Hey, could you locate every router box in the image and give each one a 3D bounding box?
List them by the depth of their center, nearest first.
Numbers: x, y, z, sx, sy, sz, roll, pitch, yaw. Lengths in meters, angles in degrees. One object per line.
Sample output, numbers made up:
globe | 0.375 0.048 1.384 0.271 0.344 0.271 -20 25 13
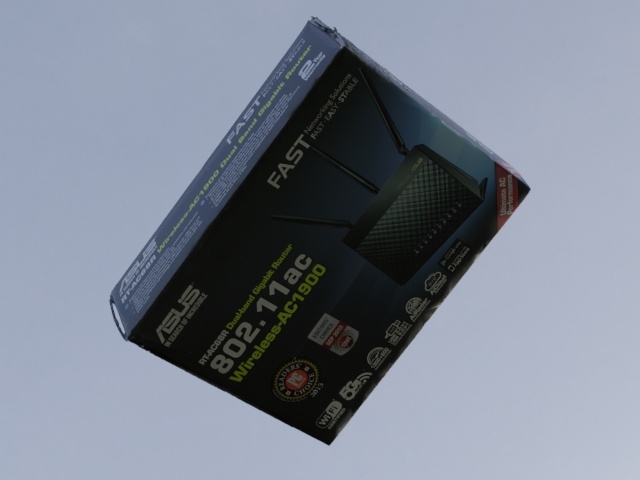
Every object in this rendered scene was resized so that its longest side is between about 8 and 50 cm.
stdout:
router box | 0.000 0.000 0.388 0.092 0.038 0.122 32 -81 -29
